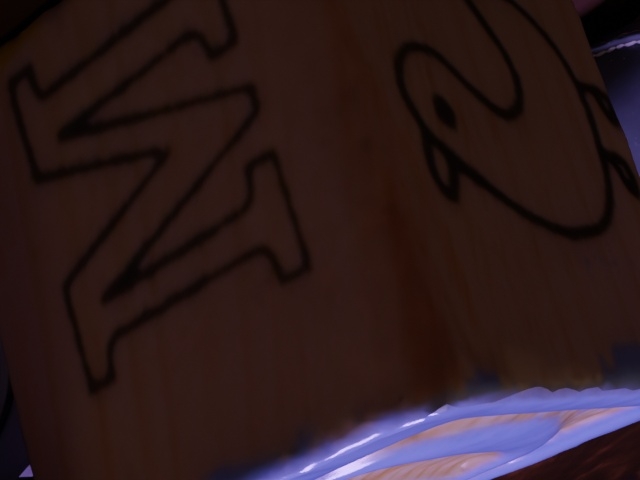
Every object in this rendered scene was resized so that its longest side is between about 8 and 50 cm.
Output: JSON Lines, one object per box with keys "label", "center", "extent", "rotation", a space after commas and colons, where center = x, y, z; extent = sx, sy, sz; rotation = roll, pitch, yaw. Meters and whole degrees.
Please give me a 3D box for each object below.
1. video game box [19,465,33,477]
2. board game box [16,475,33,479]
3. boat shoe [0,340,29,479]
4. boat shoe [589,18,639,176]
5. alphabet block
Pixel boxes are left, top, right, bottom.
{"label": "video game box", "center": [-0.132, 0.166, 1.212], "extent": [0.205, 0.048, 0.187], "rotation": [-30, 155, 36]}
{"label": "board game box", "center": [-0.242, 0.215, 0.945], "extent": [0.308, 0.086, 0.302], "rotation": [0, 179, -21]}
{"label": "boat shoe", "center": [-0.257, 0.098, 0.749], "extent": [0.335, 0.121, 0.119], "rotation": [-28, 164, 38]}
{"label": "boat shoe", "center": [0.097, -0.020, 0.746], "extent": [0.099, 0.116, 0.319], "rotation": [-10, 167, -34]}
{"label": "alphabet block", "center": [0.000, 0.000, 0.572], "extent": [0.193, 0.197, 0.192], "rotation": [-29, 160, 33]}
